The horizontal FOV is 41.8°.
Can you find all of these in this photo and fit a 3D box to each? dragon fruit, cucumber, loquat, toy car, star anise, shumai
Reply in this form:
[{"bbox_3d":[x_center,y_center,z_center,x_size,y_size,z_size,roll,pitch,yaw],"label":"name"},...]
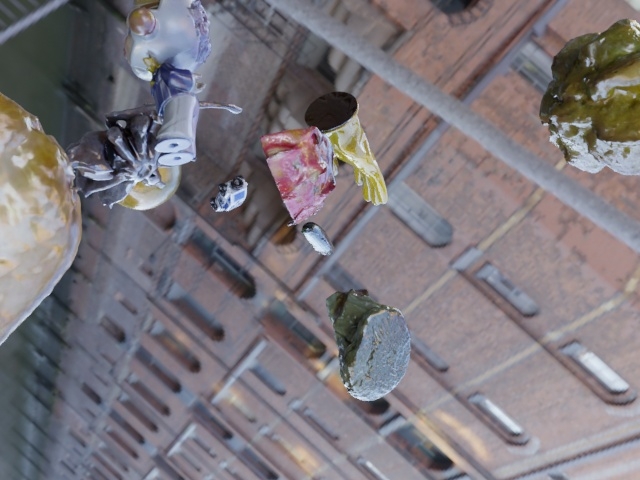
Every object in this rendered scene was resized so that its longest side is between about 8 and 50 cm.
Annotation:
[{"bbox_3d":[-0.022,-0.115,1.654,0.126,0.161,0.274,-15,166,4],"label":"dragon fruit"},{"bbox_3d":[0.000,0.000,1.401,0.033,0.036,0.184,-65,165,-9],"label":"cucumber"},{"bbox_3d":[-0.474,-0.183,2.107,0.246,0.213,0.213,4,138,-42],"label":"loquat"},{"bbox_3d":[-0.269,-0.137,2.517,0.080,0.070,0.171,-27,171,-30],"label":"toy car"},{"bbox_3d":[-0.372,-0.194,1.729,0.359,0.139,0.316,-10,157,-47],"label":"star anise"},{"bbox_3d":[0.105,0.267,2.175,0.222,0.203,0.272,9,96,-41],"label":"shumai"}]

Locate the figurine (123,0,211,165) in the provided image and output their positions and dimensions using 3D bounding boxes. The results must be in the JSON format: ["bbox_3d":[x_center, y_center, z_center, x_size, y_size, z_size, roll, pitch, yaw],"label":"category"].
[{"bbox_3d":[-0.217,-0.253,1.210,0.133,0.274,0.194,-10,138,-2],"label":"figurine"}]

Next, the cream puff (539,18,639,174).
[{"bbox_3d":[0.437,-0.210,1.261,0.196,0.244,0.244,-27,163,-48],"label":"cream puff"}]

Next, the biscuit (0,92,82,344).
[{"bbox_3d":[-0.602,-0.044,1.320,0.446,0.429,0.104,-51,-160,-27],"label":"biscuit"}]

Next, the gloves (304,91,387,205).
[{"bbox_3d":[0.072,-0.180,1.841,0.116,0.133,0.294,-28,135,1],"label":"gloves"}]
